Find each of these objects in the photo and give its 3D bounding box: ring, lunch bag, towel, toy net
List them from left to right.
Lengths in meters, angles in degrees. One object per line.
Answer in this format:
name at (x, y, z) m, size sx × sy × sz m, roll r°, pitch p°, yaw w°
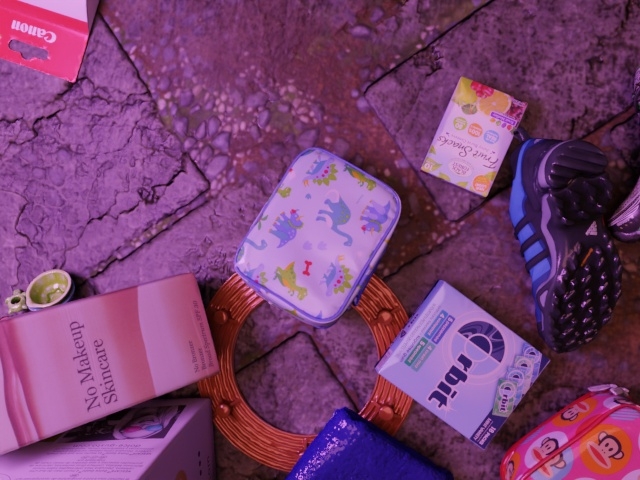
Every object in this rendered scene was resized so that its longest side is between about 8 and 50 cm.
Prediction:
toy net at (-0.419, 0.150, 0.847) m, size 0.122 × 0.045 × 0.232 m, roll -8°, pitch 51°, yaw -1°
ring at (-0.024, 0.181, 0.872) m, size 0.336 × 0.032 × 0.337 m, roll 0°, pitch 91°, yaw 7°
lunch bag at (0.000, 0.000, 0.816) m, size 0.176 × 0.090 × 0.219 m, roll 30°, pitch 78°, yaw 6°
towel at (0.019, 0.397, 0.840) m, size 0.227 × 0.076 × 0.308 m, roll 37°, pitch 95°, yaw -18°
lunch bag at (0.417, 0.350, 0.786) m, size 0.258 × 0.120 × 0.293 m, roll -38°, pitch 87°, yaw 5°

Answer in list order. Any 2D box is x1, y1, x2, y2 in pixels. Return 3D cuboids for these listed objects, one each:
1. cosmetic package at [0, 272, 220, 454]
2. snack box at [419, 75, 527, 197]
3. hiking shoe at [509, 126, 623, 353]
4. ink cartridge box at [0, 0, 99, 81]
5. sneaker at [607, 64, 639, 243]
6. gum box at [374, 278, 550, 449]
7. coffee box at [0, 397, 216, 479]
cosmetic package at (-0.302, 0.149, 0.773) m, size 0.296 × 0.129 × 0.153 m, roll -16°, pitch 92°, yaw -34°
snack box at (0.214, -0.144, 0.835) m, size 0.100 × 0.037 × 0.141 m, roll 24°, pitch 94°, yaw 6°
hiking shoe at (0.320, 0.003, 0.798) m, size 0.113 × 0.132 × 0.304 m, roll -12°, pitch 113°, yaw -8°
ink cartridge box at (-0.426, -0.376, 0.890) m, size 0.181 × 0.056 × 0.225 m, roll 19°, pitch 92°, yaw 5°
sneaker at (0.460, -0.152, 0.778) m, size 0.146 × 0.134 × 0.343 m, roll 28°, pitch 85°, yaw 11°
gum box at (0.196, 0.171, 0.828) m, size 0.184 × 0.041 × 0.157 m, roll 37°, pitch 89°, yaw -3°
coffee box at (-0.336, 0.419, 0.747) m, size 0.338 × 0.334 × 0.338 m, roll -3°, pitch 94°, yaw 7°
